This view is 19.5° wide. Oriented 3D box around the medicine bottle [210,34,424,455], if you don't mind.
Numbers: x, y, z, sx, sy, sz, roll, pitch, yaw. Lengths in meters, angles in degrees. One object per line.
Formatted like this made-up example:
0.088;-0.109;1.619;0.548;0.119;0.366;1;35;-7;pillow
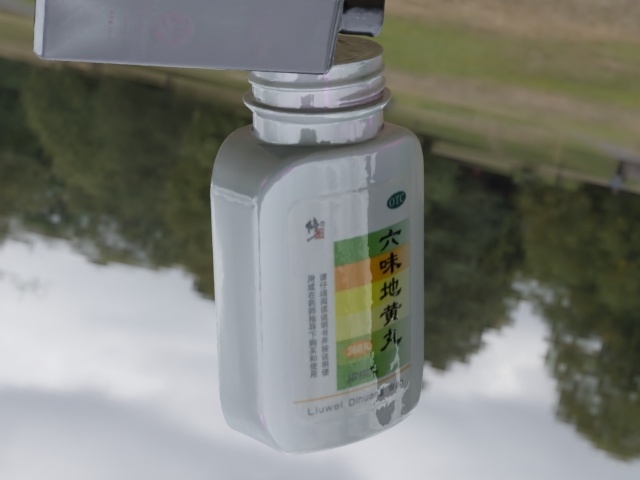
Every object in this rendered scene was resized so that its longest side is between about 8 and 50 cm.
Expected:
0.000;0.000;1.517;0.179;0.324;0.124;-14;-159;-36;medicine bottle

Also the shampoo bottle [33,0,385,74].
-0.077;-0.171;1.312;0.246;0.080;0.079;2;-138;-10;shampoo bottle
